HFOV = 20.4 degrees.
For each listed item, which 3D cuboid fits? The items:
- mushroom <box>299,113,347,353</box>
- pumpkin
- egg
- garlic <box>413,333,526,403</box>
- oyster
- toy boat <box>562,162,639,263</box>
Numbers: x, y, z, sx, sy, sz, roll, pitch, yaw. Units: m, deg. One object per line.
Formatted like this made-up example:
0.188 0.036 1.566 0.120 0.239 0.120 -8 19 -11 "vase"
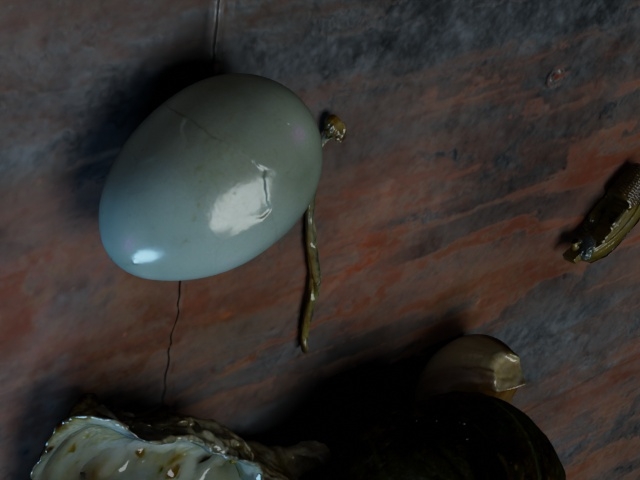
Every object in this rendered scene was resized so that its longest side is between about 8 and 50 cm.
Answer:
-0.006 -0.001 1.742 0.026 0.028 0.286 -78 178 -56 "mushroom"
0.119 0.301 1.881 0.320 0.192 0.320 -29 148 -20 "pumpkin"
-0.093 -0.050 1.487 0.209 0.151 0.151 -40 143 -15 "egg"
0.169 0.179 2.015 0.128 0.115 0.207 -8 139 5 "garlic"
-0.155 0.239 1.724 0.204 0.111 0.396 -42 149 15 "oyster"
0.338 -0.028 2.084 0.149 0.047 0.049 -49 131 -11 "toy boat"
